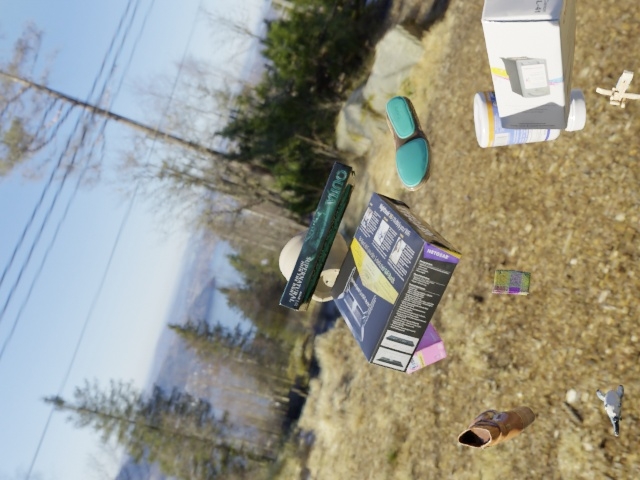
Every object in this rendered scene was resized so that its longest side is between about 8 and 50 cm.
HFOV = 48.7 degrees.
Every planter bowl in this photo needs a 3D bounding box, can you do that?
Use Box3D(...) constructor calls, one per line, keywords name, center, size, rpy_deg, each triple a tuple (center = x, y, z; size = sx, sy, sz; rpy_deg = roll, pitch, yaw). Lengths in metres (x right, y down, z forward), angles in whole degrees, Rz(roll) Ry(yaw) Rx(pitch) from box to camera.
Box3D(name="planter bowl", center=(0.001, 0.066, 1.580), size=(0.162, 0.162, 0.109), rpy_deg=(-66, 35, 30))

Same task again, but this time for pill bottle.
Box3D(name="pill bottle", center=(0.558, -0.339, 1.894), size=(0.152, 0.271, 0.153), rpy_deg=(-7, -90, -85))

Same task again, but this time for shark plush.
Box3D(name="shark plush", center=(0.816, 0.463, 1.932), size=(0.073, 0.067, 0.161), rpy_deg=(-26, 23, 19))

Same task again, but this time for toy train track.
Box3D(name="toy train track", center=(0.330, -0.164, 0.777), size=(0.083, 0.048, 0.014), rpy_deg=(42, -118, -73))

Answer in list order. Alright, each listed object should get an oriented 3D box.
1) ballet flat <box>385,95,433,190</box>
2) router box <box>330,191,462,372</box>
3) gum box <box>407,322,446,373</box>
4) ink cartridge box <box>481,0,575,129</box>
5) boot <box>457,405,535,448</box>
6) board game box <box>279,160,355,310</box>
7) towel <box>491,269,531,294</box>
Box3D(name="ballet flat", center=(0.274, -0.275, 2.100), size=(0.116, 0.124, 0.343), rpy_deg=(-25, 56, 19))
Box3D(name="router box", center=(0.130, 0.068, 1.354), size=(0.309, 0.080, 0.243), rpy_deg=(-121, 52, -66))
Box3D(name="gum box", center=(0.231, 0.237, 1.804), size=(0.188, 0.107, 0.062), rpy_deg=(-118, 6, -53))
Box3D(name="ink cartridge box", center=(0.381, -0.372, 1.257), size=(0.306, 0.131, 0.226), rpy_deg=(53, -133, -56))
Box3D(name="boot", center=(0.344, 0.410, 1.509), size=(0.197, 0.152, 0.073), rpy_deg=(-45, 64, 45))
Box3D(name="board game box", center=(0.000, 0.000, 0.904), size=(0.126, 0.026, 0.186), rpy_deg=(51, -120, -83))
Box3D(name="towel", center=(0.434, 0.095, 1.605), size=(0.009, 0.083, 0.060), rpy_deg=(52, -134, -51))
